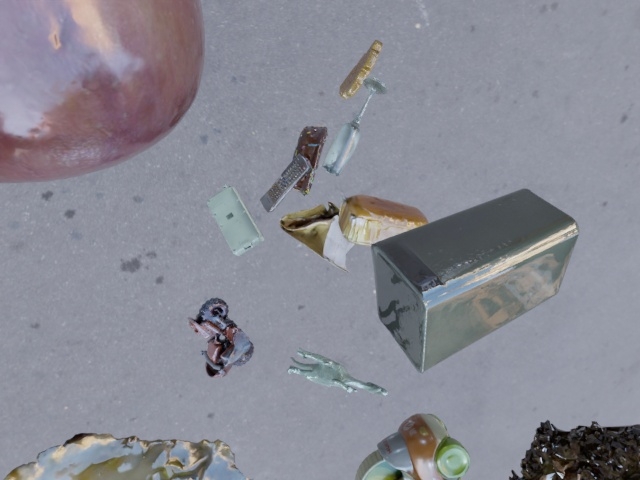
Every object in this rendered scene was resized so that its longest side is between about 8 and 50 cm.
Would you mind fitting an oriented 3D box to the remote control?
[{"bbox_3d":[-0.101,-0.160,1.201,0.212,0.059,0.028,-42,161,34],"label":"remote control"}]

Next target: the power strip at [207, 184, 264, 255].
[{"bbox_3d":[-0.103,-0.025,0.509,0.040,0.090,0.016,-32,161,-1],"label":"power strip"}]

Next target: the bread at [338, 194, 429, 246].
[{"bbox_3d":[0.174,-0.050,1.142,0.241,0.136,0.107,10,121,-19],"label":"bread"}]

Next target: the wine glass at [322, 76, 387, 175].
[{"bbox_3d":[0.080,-0.282,1.074,0.074,0.074,0.263,29,87,-35],"label":"wine glass"}]

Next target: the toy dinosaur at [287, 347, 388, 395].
[{"bbox_3d":[0.010,0.267,0.856,0.167,0.242,0.053,26,69,-15],"label":"toy dinosaur"}]

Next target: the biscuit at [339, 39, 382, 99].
[{"bbox_3d":[0.121,-0.532,1.370,0.041,0.238,0.212,28,81,-15],"label":"biscuit"}]

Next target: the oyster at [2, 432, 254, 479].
[{"bbox_3d":[-0.197,0.277,0.358,0.395,0.204,0.111,7,142,-44],"label":"oyster"}]

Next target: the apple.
[{"bbox_3d":[-0.245,-0.188,0.322,0.305,0.306,0.235,-7,137,-22],"label":"apple"}]

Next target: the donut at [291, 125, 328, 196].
[{"bbox_3d":[-0.045,-0.260,1.364,0.089,0.235,0.235,17,110,-5],"label":"donut"}]

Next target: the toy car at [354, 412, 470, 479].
[{"bbox_3d":[0.173,0.469,0.826,0.234,0.145,0.235,0,90,-5],"label":"toy car"}]

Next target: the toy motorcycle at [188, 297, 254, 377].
[{"bbox_3d":[-0.219,0.220,0.909,0.118,0.084,0.213,-40,133,-23],"label":"toy motorcycle"}]

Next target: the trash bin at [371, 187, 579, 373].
[{"bbox_3d":[0.206,0.050,0.579,0.240,0.122,0.164,-21,132,-14],"label":"trash bin"}]

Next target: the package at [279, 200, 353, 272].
[{"bbox_3d":[0.022,-0.025,1.498,0.165,0.221,0.311,-55,156,-3],"label":"package"}]

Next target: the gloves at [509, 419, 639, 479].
[{"bbox_3d":[0.289,0.243,0.307,0.135,0.312,0.211,-18,102,-26],"label":"gloves"}]
